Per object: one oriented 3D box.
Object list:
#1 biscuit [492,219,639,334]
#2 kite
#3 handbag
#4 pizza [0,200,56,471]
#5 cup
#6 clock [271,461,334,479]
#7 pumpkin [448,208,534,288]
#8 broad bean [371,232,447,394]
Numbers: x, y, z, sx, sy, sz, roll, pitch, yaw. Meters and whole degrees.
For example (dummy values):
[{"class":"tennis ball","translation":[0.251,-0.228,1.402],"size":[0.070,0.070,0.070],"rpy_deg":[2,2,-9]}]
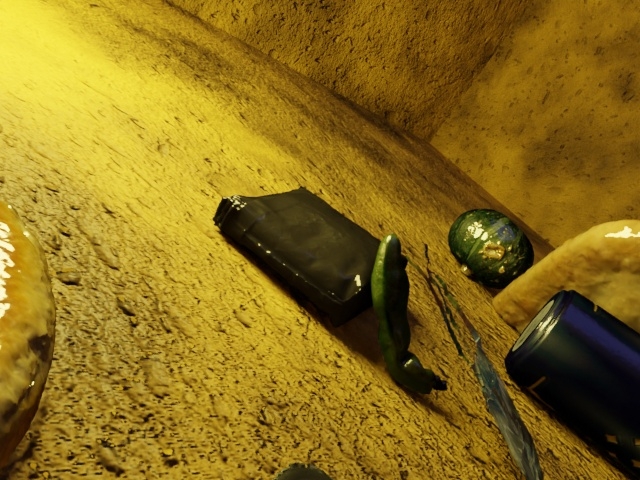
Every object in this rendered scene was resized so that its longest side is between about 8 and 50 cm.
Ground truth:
[{"class":"biscuit","translation":[0.544,0.160,0.942],"size":[0.429,0.446,0.104],"rpy_deg":[43,61,9]},{"class":"kite","translation":[0.186,0.145,0.688],"size":[0.309,0.015,0.169],"rpy_deg":[59,19,0]},{"class":"handbag","translation":[0.000,0.000,0.800],"size":[0.223,0.080,0.247],"rpy_deg":[39,20,14]},{"class":"pizza","translation":[-0.248,0.045,0.276],"size":[0.226,0.086,0.335],"rpy_deg":[23,20,-19]},{"class":"cup","translation":[0.415,0.230,0.901],"size":[0.256,0.255,0.178],"rpy_deg":[38,56,16]},{"class":"clock","translation":[-0.005,0.197,0.429],"size":[0.074,0.010,0.083],"rpy_deg":[42,20,18]},{"class":"pumpkin","translation":[0.359,0.019,1.250],"size":[0.190,0.146,0.190],"rpy_deg":[30,-10,6]},{"class":"broad bean","translation":[0.090,0.092,0.682],"size":[0.046,0.061,0.195],"rpy_deg":[162,-91,-75]}]
